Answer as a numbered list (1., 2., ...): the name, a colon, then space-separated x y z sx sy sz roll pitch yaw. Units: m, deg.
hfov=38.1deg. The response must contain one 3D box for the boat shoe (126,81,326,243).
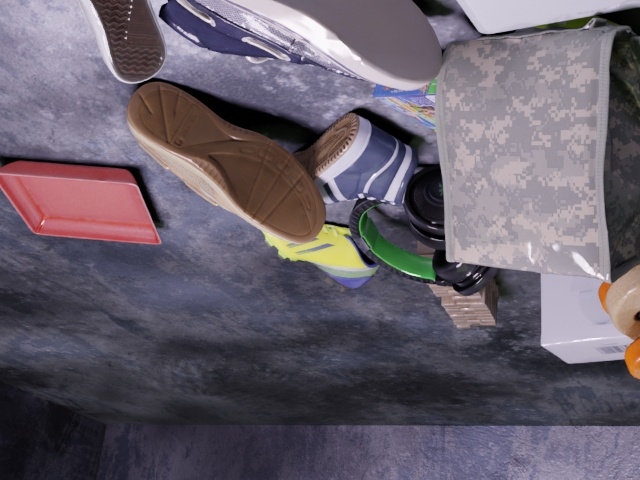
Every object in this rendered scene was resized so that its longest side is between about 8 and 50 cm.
1. boat shoe: -0.141 -0.113 1.405 0.341 0.121 0.110 38 163 -8

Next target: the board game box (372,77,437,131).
1. board game box: 0.190 -0.175 1.280 0.201 0.035 0.136 23 172 -35

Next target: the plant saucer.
1. plant saucer: -0.436 -0.073 1.707 0.258 0.047 0.259 5 156 3

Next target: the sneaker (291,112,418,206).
1. sneaker: 0.037 -0.094 1.481 0.153 0.099 0.282 20 150 -26

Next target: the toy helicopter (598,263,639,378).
1. toy helicopter: 0.556 0.049 1.222 0.355 0.140 0.235 -8 139 -2

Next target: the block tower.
1. block tower: 0.278 0.078 1.826 0.097 0.091 0.335 -2 156 20

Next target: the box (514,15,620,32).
1. box: 0.286 -0.229 1.180 0.109 0.042 0.178 16 156 -19

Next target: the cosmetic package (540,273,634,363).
1. cosmetic package: 0.512 0.083 1.614 0.224 0.224 0.138 -10 154 34

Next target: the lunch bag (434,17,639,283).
1. lunch bag: 0.271 -0.114 1.107 0.235 0.287 0.169 6 -162 45

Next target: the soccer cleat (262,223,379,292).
1. soccer cleat: 0.000 -0.001 1.752 0.289 0.093 0.121 31 116 -36

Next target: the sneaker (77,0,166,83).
1. sneaker: -0.249 -0.322 1.034 0.106 0.123 0.290 -19 139 -18

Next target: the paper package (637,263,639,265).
1. paper package: 0.508 -0.093 1.238 0.309 0.168 0.325 11 149 -12

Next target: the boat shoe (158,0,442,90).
1. boat shoe: -0.029 -0.262 1.110 0.340 0.127 0.158 25 157 -21

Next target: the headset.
1. headset: 0.240 -0.035 1.538 0.394 0.185 0.243 0 142 36

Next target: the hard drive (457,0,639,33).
1. hard drive: 0.218 -0.276 0.886 0.203 0.040 0.307 -6 173 21
